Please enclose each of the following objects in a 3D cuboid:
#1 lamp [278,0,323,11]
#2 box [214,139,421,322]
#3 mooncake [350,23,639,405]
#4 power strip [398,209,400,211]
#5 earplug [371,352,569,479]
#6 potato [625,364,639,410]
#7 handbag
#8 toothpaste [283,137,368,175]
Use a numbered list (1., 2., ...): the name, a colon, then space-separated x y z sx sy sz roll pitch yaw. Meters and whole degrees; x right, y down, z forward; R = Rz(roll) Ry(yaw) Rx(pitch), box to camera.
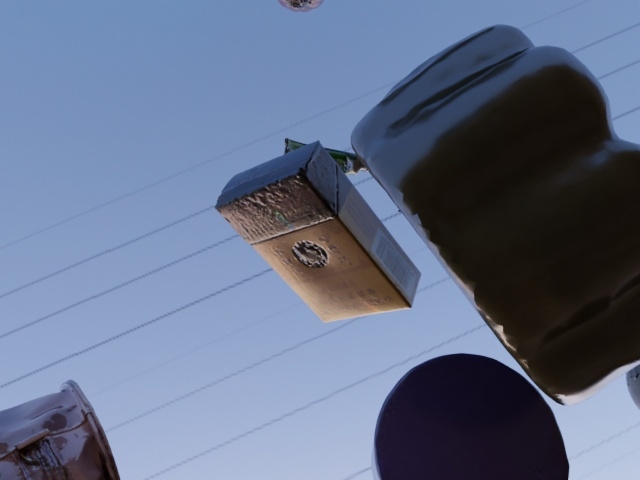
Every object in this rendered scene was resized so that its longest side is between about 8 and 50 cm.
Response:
1. lamp: -0.036 -0.460 1.041 0.107 0.107 0.092 16 -116 -19
2. box: 0.000 -0.001 1.272 0.264 0.116 0.415 -14 -52 39
3. mooncake: 0.210 -0.030 0.613 0.200 0.378 0.378 -38 -65 10
4. power strip: 0.237 -0.083 1.080 0.226 0.029 0.080 -19 -51 38
5. earplug: 0.170 0.316 0.843 0.215 0.215 0.456 -17 -23 -6
6. potato: 0.780 0.275 1.308 0.165 0.165 0.262 41 -104 -24
7. handbag: -0.250 0.232 0.512 0.116 0.179 0.205 -17 -54 -38
8. toothpaste: 0.013 -0.202 1.452 0.247 0.047 0.078 14 -71 26
